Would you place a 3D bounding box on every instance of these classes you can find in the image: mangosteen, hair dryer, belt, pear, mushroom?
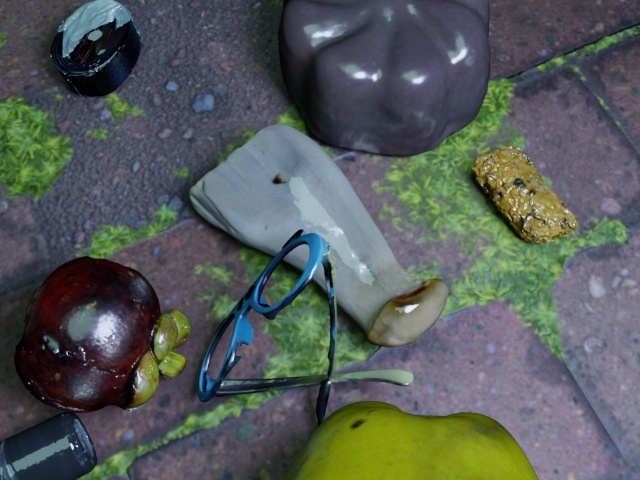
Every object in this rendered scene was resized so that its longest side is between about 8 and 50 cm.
[{"bbox_3d":[-0.228,0.107,0.780,0.180,0.166,0.166,21,66,-13],"label":"mangosteen"},{"bbox_3d":[-0.272,0.298,0.744,0.124,0.071,0.219,-23,75,-10],"label":"hair dryer"},{"bbox_3d":[-0.302,-0.261,0.989,0.105,0.058,0.140,20,71,15],"label":"belt"},{"bbox_3d":[0.080,0.292,0.636,0.294,0.294,0.294,0,66,0],"label":"pear"},{"bbox_3d":[0.000,0.000,0.857,0.329,0.122,0.159,45,108,18],"label":"mushroom"}]

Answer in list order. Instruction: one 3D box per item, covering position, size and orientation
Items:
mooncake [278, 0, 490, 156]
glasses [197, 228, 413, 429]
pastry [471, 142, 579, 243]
[{"bbox_3d":[0.080,-0.267,0.943,0.305,0.154,0.306,-1,65,2],"label":"mooncake"},{"bbox_3d":[-0.020,0.121,0.762,0.207,0.102,0.239,42,116,10],"label":"glasses"},{"bbox_3d":[0.251,-0.055,0.902,0.080,0.056,0.140,-19,61,-16],"label":"pastry"}]
